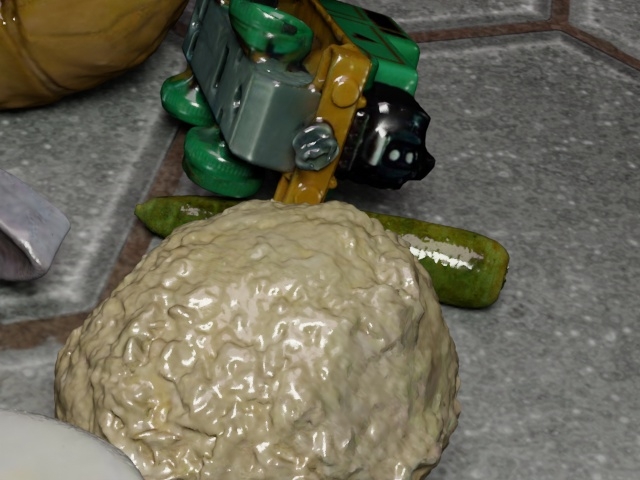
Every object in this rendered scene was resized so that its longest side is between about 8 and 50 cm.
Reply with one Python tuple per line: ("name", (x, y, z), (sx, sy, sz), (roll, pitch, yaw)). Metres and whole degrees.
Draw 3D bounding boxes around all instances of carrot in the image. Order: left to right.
("carrot", (0.000, 0.000, 1.215), (0.358, 0.074, 0.074), (11, 40, 3))

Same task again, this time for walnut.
("walnut", (-0.288, -0.322, 1.341), (0.354, 0.308, 0.398), (-1, 42, 9))

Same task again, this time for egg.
("egg", (-0.038, 0.106, 0.937), (0.310, 0.279, 0.279), (-27, 53, -37))

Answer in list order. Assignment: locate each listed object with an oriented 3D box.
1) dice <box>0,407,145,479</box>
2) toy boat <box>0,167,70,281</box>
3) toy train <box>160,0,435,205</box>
("dice", (-0.200, 0.272, 0.715), (0.243, 0.251, 0.259), (-10, 44, -25))
("toy boat", (-0.392, 0.012, 1.091), (0.293, 0.111, 0.276), (-35, 50, -29))
("toy train", (-0.011, -0.152, 1.267), (0.249, 0.178, 0.429), (12, 23, -22))
